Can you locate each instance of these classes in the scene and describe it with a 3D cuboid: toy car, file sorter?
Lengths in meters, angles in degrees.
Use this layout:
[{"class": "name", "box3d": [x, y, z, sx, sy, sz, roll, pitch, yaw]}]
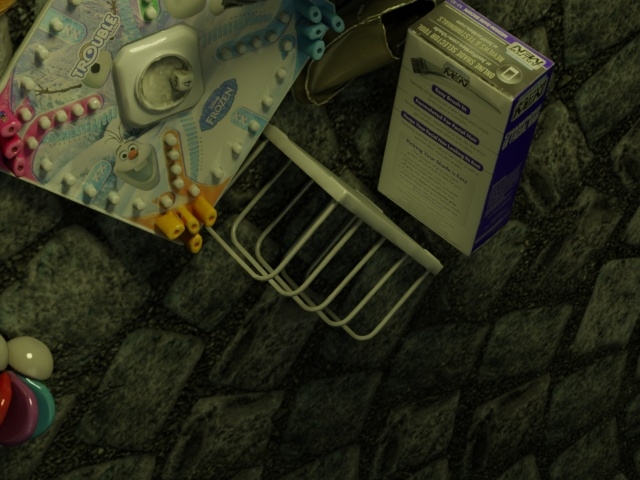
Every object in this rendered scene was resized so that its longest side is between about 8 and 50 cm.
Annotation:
[{"class": "toy car", "box3d": [-0.424, 0.210, 2.069, 0.182, 0.136, 0.159, 19, 106, -48]}, {"class": "file sorter", "box3d": [0.000, 0.000, 2.248, 0.173, 0.193, 0.277, -50, 140, 5]}]

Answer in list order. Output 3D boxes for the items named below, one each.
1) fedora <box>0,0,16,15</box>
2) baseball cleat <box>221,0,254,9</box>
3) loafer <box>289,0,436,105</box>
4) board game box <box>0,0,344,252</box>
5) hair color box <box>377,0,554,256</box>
[{"class": "fedora", "box3d": [-0.376, -0.310, 1.753, 0.194, 0.079, 0.194, -24, 133, -28]}, {"class": "baseball cleat", "box3d": [-0.062, -0.328, 1.937, 0.206, 0.109, 0.072, -22, 101, -58]}, {"class": "loafer", "box3d": [0.059, -0.276, 2.163, 0.251, 0.087, 0.094, -46, 140, -4]}, {"class": "board game box", "box3d": [-0.197, -0.201, 2.000, 0.390, 0.050, 0.390, 24, 103, -44]}, {"class": "hair color box", "box3d": [0.199, -0.156, 2.241, 0.110, 0.185, 0.339, -40, 156, -30]}]
